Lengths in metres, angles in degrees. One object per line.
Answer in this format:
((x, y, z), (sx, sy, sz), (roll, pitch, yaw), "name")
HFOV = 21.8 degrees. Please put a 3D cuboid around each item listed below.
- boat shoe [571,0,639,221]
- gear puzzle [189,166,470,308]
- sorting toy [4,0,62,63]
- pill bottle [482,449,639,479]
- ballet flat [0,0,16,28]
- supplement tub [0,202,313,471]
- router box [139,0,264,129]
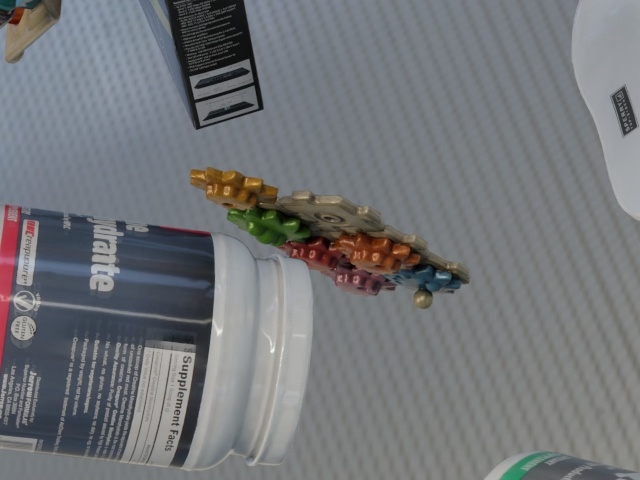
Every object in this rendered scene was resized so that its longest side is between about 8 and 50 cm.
((0.250, -0.106, 1.239), (0.080, 0.076, 0.228), (-37, 48, 35), "boat shoe")
((0.000, 0.000, 1.643), (0.175, 0.339, 0.044), (1, 70, 39), "gear puzzle")
((-0.302, -0.360, 1.766), (0.229, 0.041, 0.307), (159, 116, -68), "sorting toy")
((0.291, 0.296, 1.299), (0.361, 0.204, 0.204), (9, 92, 42), "pill bottle")
((-0.362, -0.299, 1.655), (0.079, 0.077, 0.221), (-28, 68, 28), "ballet flat")
((-0.156, 0.079, 1.300), (0.191, 0.272, 0.191), (-172, 90, -78), "supplement tub")
((-0.154, -0.304, 1.725), (0.243, 0.081, 0.309), (80, 168, -45), "router box")
